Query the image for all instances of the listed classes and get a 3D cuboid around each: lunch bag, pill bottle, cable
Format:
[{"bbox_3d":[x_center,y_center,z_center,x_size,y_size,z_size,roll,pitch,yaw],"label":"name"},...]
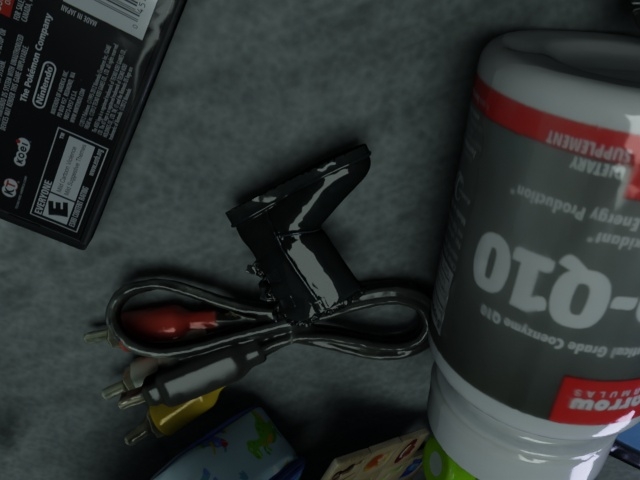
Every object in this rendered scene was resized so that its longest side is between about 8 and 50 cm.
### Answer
[{"bbox_3d":[-0.125,0.250,0.515,0.090,0.176,0.219,47,114,15],"label":"lunch bag"},{"bbox_3d":[0.159,0.022,0.401,0.161,0.161,0.283,2,120,-4],"label":"pill bottle"},{"bbox_3d":[-0.052,0.067,0.499,0.287,0.072,0.140,-19,104,-6],"label":"cable"}]

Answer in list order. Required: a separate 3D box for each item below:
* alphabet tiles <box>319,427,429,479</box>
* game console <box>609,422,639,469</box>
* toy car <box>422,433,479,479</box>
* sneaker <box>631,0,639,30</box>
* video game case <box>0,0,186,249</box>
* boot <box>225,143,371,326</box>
[{"bbox_3d":[0.007,0.266,0.571,0.198,0.009,0.237,0,128,-42],"label":"alphabet tiles"},{"bbox_3d":[0.366,0.157,0.490,0.293,0.173,0.250,28,116,-18],"label":"game console"},{"bbox_3d":[0.149,0.273,0.595,0.154,0.149,0.188,8,146,-21],"label":"toy car"},{"bbox_3d":[0.219,-0.208,0.333,0.082,0.071,0.191,-19,118,-34],"label":"sneaker"},{"bbox_3d":[-0.214,-0.150,0.353,0.248,0.035,0.275,23,118,-16],"label":"video game case"},{"bbox_3d":[0.000,0.000,0.431,0.121,0.045,0.099,-27,97,14],"label":"boot"}]
